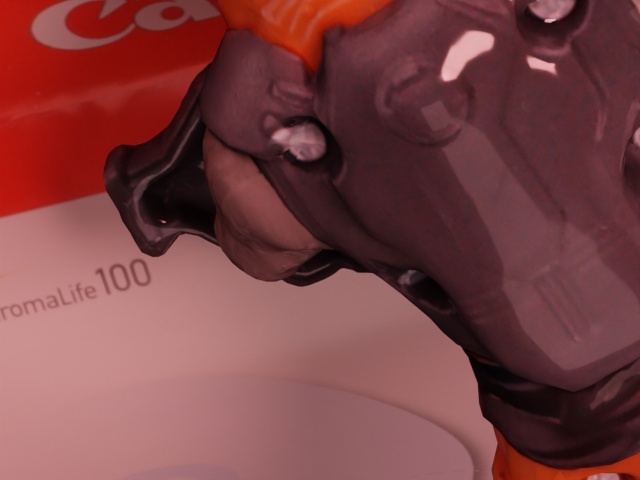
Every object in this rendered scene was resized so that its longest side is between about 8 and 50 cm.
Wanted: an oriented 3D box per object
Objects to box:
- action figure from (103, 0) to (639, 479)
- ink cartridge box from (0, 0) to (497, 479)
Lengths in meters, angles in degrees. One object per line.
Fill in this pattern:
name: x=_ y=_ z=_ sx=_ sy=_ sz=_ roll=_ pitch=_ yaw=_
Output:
action figure: x=0.110 y=-0.021 z=0.442 sx=0.341 sy=0.178 sz=0.330 roll=-37 pitch=101 yaw=21
ink cartridge box: x=0.000 y=0.000 z=0.630 sx=0.308 sy=0.091 sz=0.385 roll=-13 pitch=153 yaw=6
